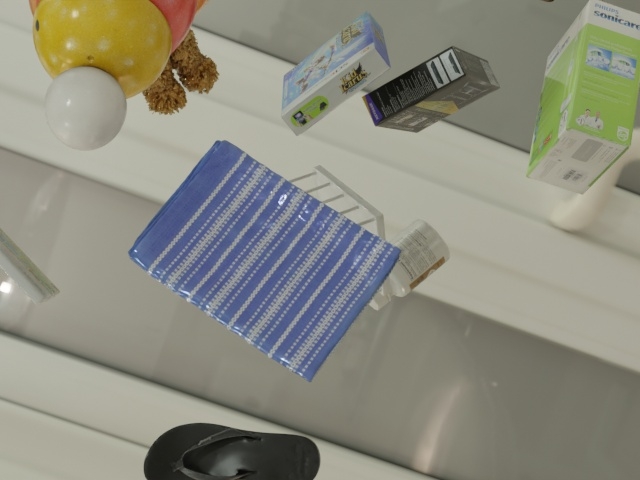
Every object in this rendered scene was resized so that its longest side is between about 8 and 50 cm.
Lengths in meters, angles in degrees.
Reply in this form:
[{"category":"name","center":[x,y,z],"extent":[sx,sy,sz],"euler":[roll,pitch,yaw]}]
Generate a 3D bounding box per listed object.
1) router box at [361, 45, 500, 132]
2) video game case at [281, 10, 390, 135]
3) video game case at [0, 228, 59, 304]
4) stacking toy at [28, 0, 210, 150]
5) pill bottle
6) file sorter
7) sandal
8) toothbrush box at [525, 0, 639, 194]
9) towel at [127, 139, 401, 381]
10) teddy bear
[{"category":"router box","center":[0.266,-0.349,2.458],"extent":[0.243,0.081,0.309],"euler":[-27,-8,22]},{"category":"video game case","center":[0.028,-0.363,2.235],"extent":[0.244,0.061,0.269],"euler":[-34,24,16]},{"category":"video game case","center":[-0.629,0.036,2.119],"extent":[0.026,0.227,0.206],"euler":[-43,5,-4]},{"category":"stacking toy","center":[-0.330,-0.337,1.597],"extent":[0.350,0.350,0.480],"euler":[117,161,-49]},{"category":"pill bottle","center":[0.197,0.064,2.585],"extent":[0.229,0.131,0.131],"euler":[-39,1,-10]},{"category":"file sorter","center":[0.000,0.000,2.202],"extent":[0.278,0.173,0.193],"euler":[41,146,51]},{"category":"sandal","center":[-0.129,0.305,1.476],"extent":[0.054,0.254,0.097],"euler":[59,-152,-79]},{"category":"toothbrush box","center":[0.486,-0.260,1.906],"extent":[0.206,0.122,0.283],"euler":[116,169,-65]},{"category":"towel","center":[-0.082,0.018,1.511],"extent":[0.243,0.336,0.040],"euler":[-52,-15,-19]},{"category":"teddy bear","center":[-0.333,-0.411,2.045],"extent":[0.113,0.245,0.338],"euler":[-162,54,-69]}]
